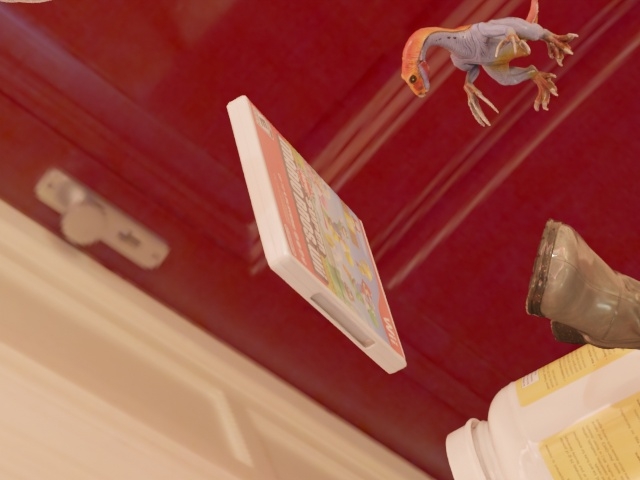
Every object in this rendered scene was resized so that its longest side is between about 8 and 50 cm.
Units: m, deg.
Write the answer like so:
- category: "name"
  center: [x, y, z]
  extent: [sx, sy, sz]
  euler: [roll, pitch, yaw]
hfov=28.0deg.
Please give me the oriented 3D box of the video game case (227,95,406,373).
- category: "video game case"
  center: [0.000, 0.000, 1.326]
  extent: [0.025, 0.285, 0.204]
  euler: [-26, 55, 14]

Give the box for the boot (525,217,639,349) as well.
- category: "boot"
  center: [0.274, 0.053, 1.102]
  extent: [0.161, 0.246, 0.083]
  euler: [13, 79, 24]

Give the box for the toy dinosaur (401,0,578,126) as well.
- category: "toy dinosaur"
  center: [0.069, -0.082, 0.568]
  extent: [0.090, 0.082, 0.047]
  euler: [-111, 39, -55]

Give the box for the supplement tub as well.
- category: "supplement tub"
  center: [0.325, 0.218, 1.341]
  extent: [0.331, 0.241, 0.241]
  euler: [-30, 39, 13]

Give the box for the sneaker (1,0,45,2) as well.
- category: "sneaker"
  center: [-0.247, -0.247, 0.924]
  extent: [0.153, 0.269, 0.101]
  euler: [-31, 67, 58]
